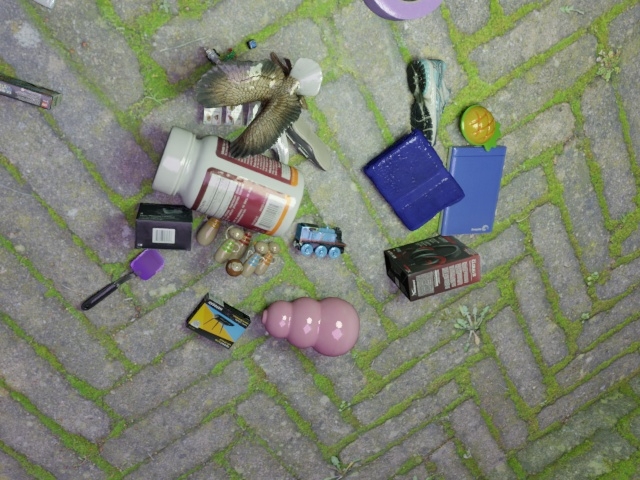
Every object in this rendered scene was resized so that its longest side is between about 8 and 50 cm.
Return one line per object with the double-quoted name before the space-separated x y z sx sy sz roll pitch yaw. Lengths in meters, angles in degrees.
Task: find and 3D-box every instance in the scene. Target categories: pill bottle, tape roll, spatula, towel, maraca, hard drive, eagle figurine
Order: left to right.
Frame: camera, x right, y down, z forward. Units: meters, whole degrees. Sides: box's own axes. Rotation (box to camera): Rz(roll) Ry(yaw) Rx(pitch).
"spatula" -0.628 0.132 1.518 0.296 0.030 0.084 -34 118 -1
"pill bottle" -0.266 -0.169 1.392 0.392 0.224 0.224 20 105 -21
"eagle figurine" -0.152 -0.376 1.302 0.298 0.226 0.225 -36 144 -40
"tape roll" 0.240 -0.776 1.367 0.275 0.090 0.274 -5 113 -13
"towel" 0.312 -0.198 1.609 0.228 0.076 0.308 -35 119 15
"hard drive" 0.539 -0.176 1.715 0.210 0.040 0.318 -3 112 -15
"maraca" 0.537 -0.374 1.604 0.186 0.099 0.127 24 92 -30

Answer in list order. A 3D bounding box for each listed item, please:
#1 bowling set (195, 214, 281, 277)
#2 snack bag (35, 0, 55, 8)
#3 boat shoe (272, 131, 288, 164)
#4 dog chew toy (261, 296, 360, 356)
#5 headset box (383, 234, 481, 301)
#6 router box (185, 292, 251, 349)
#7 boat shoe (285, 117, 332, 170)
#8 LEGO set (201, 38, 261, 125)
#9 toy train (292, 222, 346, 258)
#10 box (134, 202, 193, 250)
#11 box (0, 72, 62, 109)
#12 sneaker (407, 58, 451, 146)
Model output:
"bowling set" -0.233 0.024 1.500 0.287 0.200 0.154 30 99 -28
"snack bag" -0.740 -0.770 1.125 0.343 0.037 0.323 27 101 -24
"boat shoe" -0.139 -0.312 1.453 0.063 0.066 0.184 -15 115 -19
"dog chew toy" -0.038 0.287 1.658 0.332 0.206 0.206 10 108 -11
"headset box" 0.400 0.083 1.682 0.293 0.218 0.110 -15 114 -9
"router box" -0.349 0.278 1.645 0.179 0.046 0.133 36 99 -25
"boat shoe" -0.039 -0.295 1.509 0.065 0.075 0.206 -13 131 38
"LEGO set" -0.250 -0.459 1.393 0.183 0.060 0.244 -4 114 -27
"toy train" 0.000 0.000 1.616 0.184 0.080 0.105 7 103 -18
"box" -0.461 -0.042 1.424 0.156 0.158 0.093 3 111 -17
"box" -0.784 -0.389 1.221 0.207 0.114 0.036 16 106 -21
"sneaker" 0.364 -0.434 1.530 0.122 0.110 0.282 -20 120 -20
